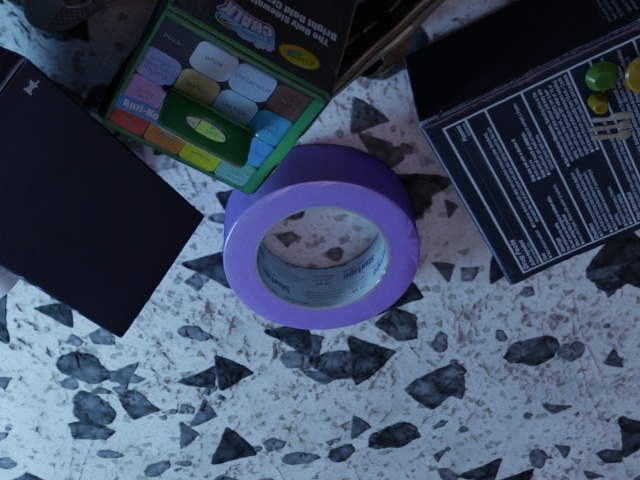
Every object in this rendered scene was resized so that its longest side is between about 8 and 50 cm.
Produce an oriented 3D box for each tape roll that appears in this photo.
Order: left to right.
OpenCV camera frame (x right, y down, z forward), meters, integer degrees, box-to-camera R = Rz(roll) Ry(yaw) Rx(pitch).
[{"bbox_3d":[0.000,0.000,1.458,0.275,0.090,0.274,-2,130,-2],"label":"tape roll"}]

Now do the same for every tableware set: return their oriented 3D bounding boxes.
[{"bbox_3d":[0.375,-0.168,1.157,0.154,0.024,0.104,-7,126,3],"label":"tableware set"}]

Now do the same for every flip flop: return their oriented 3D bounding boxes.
[{"bbox_3d":[0.075,-0.252,1.255,0.277,0.112,0.080,-38,137,18],"label":"flip flop"}]

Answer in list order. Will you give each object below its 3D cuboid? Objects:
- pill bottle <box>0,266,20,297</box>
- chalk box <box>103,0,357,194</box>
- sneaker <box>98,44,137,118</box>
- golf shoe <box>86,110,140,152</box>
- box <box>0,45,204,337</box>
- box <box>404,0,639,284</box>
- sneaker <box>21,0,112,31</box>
[{"bbox_3d":[-0.499,0.001,1.409,0.108,0.108,0.180,-26,126,17],"label":"pill bottle"},{"bbox_3d":[-0.092,-0.181,1.045,0.180,0.289,0.179,28,139,-15],"label":"chalk box"},{"bbox_3d":[-0.147,-0.212,1.269,0.145,0.090,0.270,35,117,-25],"label":"sneaker"},{"bbox_3d":[-0.289,-0.106,1.379,0.086,0.069,0.176,31,141,16],"label":"golf shoe"},{"bbox_3d":[-0.361,-0.084,1.135,0.179,0.313,0.343,-58,145,-9],"label":"box"},{"bbox_3d":[0.302,-0.147,1.295,0.294,0.182,0.296,-25,126,14],"label":"box"},{"bbox_3d":[-0.237,-0.325,1.151,0.281,0.115,0.105,-34,124,22],"label":"sneaker"}]
